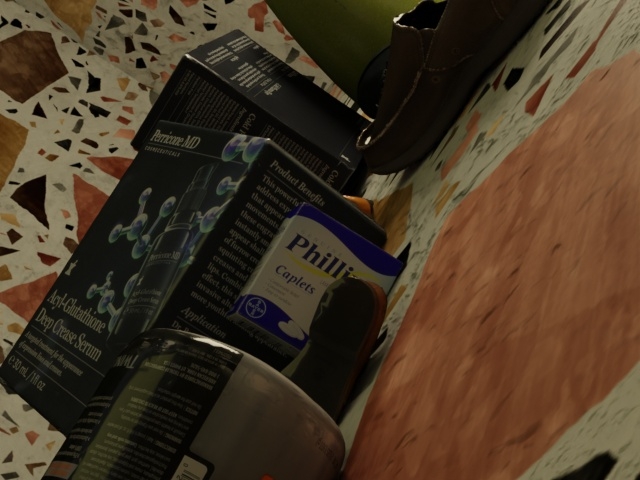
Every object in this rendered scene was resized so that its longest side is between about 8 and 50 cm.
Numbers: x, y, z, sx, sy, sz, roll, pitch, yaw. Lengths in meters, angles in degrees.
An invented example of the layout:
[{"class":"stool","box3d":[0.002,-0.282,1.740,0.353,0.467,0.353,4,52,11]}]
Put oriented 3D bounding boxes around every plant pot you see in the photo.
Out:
[{"class":"plant pot","box3d":[0.062,-0.389,1.864,0.274,0.294,0.275,-56,8,12]}]

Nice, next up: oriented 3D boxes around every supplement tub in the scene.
[{"class":"supplement tub","box3d":[-0.137,0.254,0.833,0.338,0.207,0.207,-61,8,-25]}]

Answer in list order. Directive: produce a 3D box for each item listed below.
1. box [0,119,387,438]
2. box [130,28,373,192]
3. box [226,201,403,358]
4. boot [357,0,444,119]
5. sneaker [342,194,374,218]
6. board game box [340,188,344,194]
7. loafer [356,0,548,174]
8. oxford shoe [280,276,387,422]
[{"class":"box","box3d":[-0.161,0.080,1.322,0.293,0.212,0.395,16,72,56]},{"class":"box","box3d":[-0.094,-0.173,1.806,0.179,0.313,0.343,-56,1,20]},{"class":"box","box3d":[-0.006,0.051,1.131,0.137,0.126,0.072,-60,6,-14]},{"class":"boot","box3d":[0.115,-0.234,1.639,0.246,0.094,0.207,-44,10,37]},{"class":"sneaker","box3d":[-0.014,0.023,1.520,0.262,0.099,0.121,-30,61,45]},{"class":"board game box","box3d":[0.000,0.000,1.680,0.168,0.033,0.133,-55,1,-33]},{"class":"loafer","box3d":[0.140,-0.235,1.343,0.366,0.130,0.134,-53,9,34]},{"class":"oxford shoe","box3d":[0.005,0.133,1.026,0.212,0.076,0.076,-59,-23,10]}]
